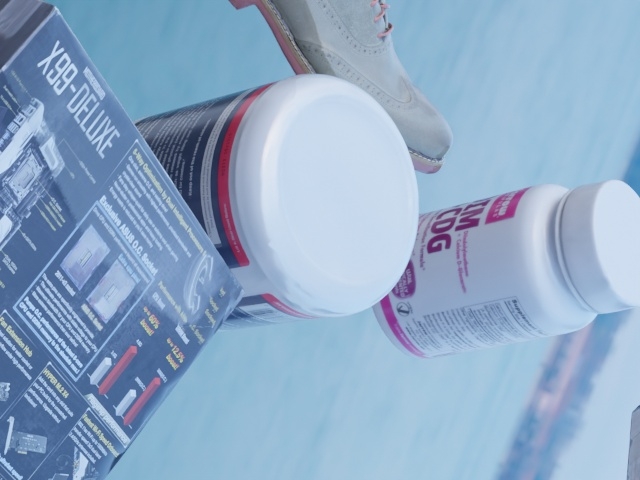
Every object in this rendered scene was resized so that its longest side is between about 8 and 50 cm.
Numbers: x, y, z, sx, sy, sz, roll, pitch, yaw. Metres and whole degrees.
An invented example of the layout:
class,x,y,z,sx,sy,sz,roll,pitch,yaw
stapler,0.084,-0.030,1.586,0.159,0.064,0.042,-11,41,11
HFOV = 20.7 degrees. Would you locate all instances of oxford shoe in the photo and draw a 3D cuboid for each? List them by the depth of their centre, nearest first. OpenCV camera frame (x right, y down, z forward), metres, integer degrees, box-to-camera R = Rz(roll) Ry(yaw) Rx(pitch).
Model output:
class,x,y,z,sx,sy,sz,roll,pitch,yaw
oxford shoe,0.024,-0.212,1.658,0.130,0.348,0.123,-39,-166,18

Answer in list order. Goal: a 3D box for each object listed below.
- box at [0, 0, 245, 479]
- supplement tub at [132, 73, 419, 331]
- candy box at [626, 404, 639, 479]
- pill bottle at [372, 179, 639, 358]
class,x,y,z,sx,sy,sz,roll,pitch,yaw
box,-0.196,0.029,1.099,0.242,0.076,0.307,-54,142,-19
supplement tub,-0.074,-0.021,1.422,0.191,0.272,0.191,10,76,-44
candy box,0.432,0.302,1.993,0.071,0.159,0.233,120,-15,-56
pill bottle,0.205,0.029,1.872,0.160,0.283,0.160,21,63,-48
